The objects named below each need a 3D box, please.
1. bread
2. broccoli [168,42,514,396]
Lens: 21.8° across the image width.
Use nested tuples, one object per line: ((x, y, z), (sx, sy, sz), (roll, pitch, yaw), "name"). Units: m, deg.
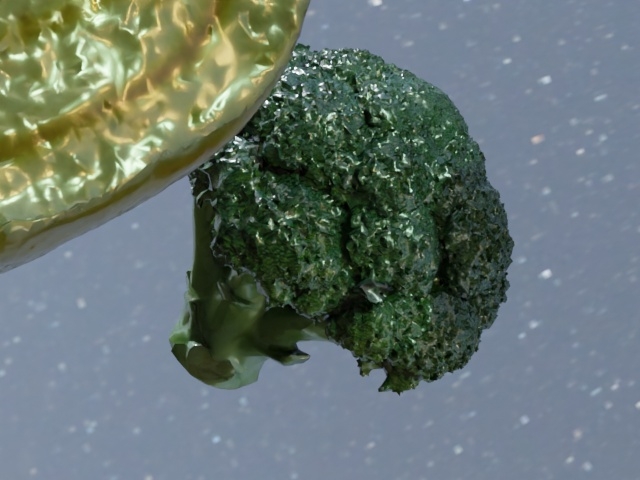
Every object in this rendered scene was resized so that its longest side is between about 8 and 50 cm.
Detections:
((-0.072, -0.054, 0.351), (0.117, 0.156, 0.064), (61, -24, 3), "bread")
((0.000, 0.000, 1.151), (0.270, 0.270, 0.270), (50, -65, 16), "broccoli")
